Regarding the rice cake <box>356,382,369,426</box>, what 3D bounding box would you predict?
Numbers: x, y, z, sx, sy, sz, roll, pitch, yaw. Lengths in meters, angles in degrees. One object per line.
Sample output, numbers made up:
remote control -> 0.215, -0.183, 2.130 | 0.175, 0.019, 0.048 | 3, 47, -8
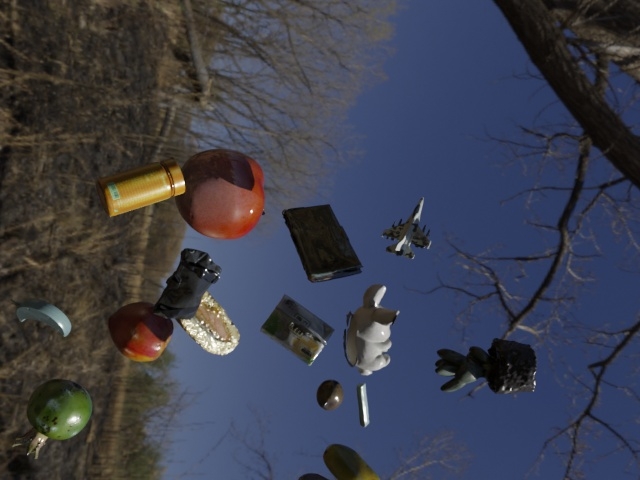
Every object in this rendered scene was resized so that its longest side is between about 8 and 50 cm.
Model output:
rice cake -> 0.165, 0.630, 2.091 | 0.030, 0.042, 0.180 | 6, -71, 37

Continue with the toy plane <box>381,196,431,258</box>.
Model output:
toy plane -> 0.283, -0.032, 1.712 | 0.234, 0.160, 0.082 | -57, 150, -32

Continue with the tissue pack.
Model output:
tissue pack -> -0.082, 0.323, 1.972 | 0.159, 0.229, 0.145 | -54, 175, -16

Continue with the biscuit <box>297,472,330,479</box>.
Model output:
biscuit -> 0.032, 0.634, 1.285 | 0.042, 0.226, 0.226 | -54, -157, -1

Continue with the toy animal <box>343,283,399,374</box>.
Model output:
toy animal -> 0.180, 0.326, 1.942 | 0.208, 0.154, 0.325 | -118, -148, -41

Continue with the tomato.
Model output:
tomato -> -0.346, -0.165, 1.868 | 0.321, 0.321, 0.322 | -170, -90, -69

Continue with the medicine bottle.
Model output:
medicine bottle -> -0.438, -0.132, 1.328 | 0.096, 0.191, 0.096 | 42, -35, 40

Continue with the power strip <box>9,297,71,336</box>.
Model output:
power strip -> -0.961, 0.251, 1.857 | 0.137, 0.215, 0.044 | 104, 7, -46

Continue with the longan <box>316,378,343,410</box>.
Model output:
longan -> 0.031, 0.519, 1.823 | 0.113, 0.092, 0.113 | 23, 90, -81

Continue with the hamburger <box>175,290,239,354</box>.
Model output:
hamburger -> -0.470, 0.296, 2.123 | 0.162, 0.330, 0.209 | -46, -149, -18

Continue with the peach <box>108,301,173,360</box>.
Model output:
peach -> -0.561, 0.276, 1.687 | 0.197, 0.197, 0.197 | -170, -90, -69

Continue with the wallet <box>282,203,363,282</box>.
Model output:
wallet -> 0.000, 0.001, 1.647 | 0.317, 0.168, 0.044 | -115, -158, -47

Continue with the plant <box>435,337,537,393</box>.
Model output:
plant -> 0.464, 0.356, 1.542 | 0.149, 0.274, 0.147 | 8, 77, -79

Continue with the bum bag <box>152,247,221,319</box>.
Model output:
bum bag -> -0.267, 0.099, 1.089 | 0.198, 0.087, 0.049 | -54, -155, 29

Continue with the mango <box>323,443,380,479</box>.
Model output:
mango -> 0.093, 0.668, 1.589 | 0.086, 0.191, 0.122 | -58, 161, -3

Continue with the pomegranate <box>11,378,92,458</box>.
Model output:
pomegranate -> -0.781, 0.515, 1.581 | 0.224, 0.181, 0.181 | -49, -164, -15
